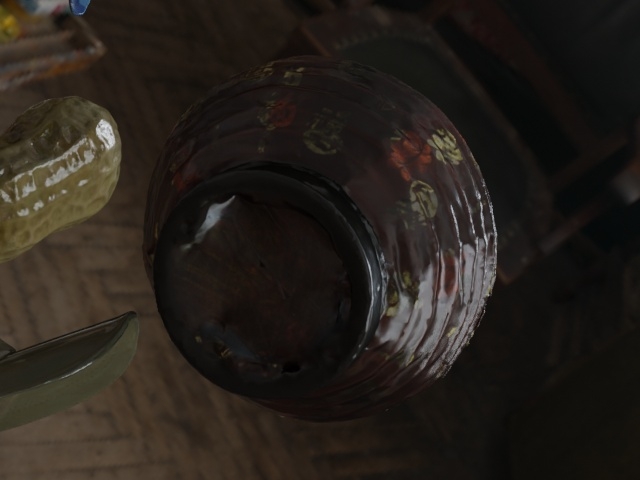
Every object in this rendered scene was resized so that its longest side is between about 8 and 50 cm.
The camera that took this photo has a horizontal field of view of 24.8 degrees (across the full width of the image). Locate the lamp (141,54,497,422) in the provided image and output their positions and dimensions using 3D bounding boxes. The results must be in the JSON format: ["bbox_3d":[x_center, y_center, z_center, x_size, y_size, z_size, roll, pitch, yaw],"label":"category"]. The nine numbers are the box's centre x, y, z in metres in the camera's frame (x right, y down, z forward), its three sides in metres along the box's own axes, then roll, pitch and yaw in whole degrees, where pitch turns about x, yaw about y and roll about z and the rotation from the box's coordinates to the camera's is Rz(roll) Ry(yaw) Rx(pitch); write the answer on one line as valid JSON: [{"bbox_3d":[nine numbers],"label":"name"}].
[{"bbox_3d":[0.000,0.000,0.944,0.247,0.247,0.247,32,37,-28],"label":"lamp"}]

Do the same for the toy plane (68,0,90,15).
[{"bbox_3d":[-0.324,-0.374,1.629,0.246,0.169,0.078,41,-9,-17],"label":"toy plane"}]

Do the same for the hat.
[{"bbox_3d":[-0.223,0.069,0.967,0.144,0.173,0.166,45,-10,9],"label":"hat"}]

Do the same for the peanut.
[{"bbox_3d":[-0.311,-0.058,1.490,0.233,0.196,0.110,-32,72,-25],"label":"peanut"}]
